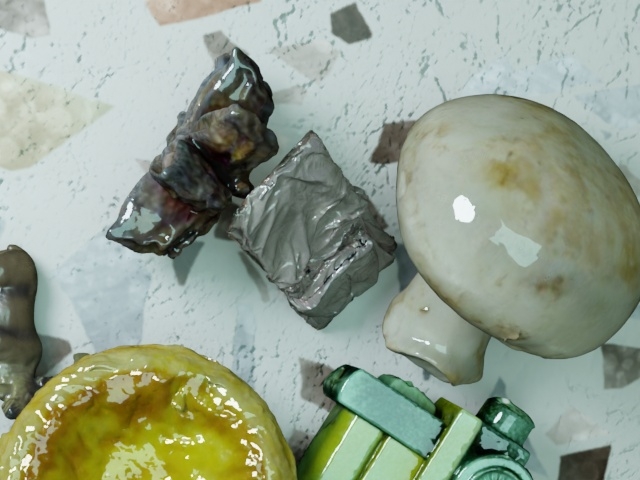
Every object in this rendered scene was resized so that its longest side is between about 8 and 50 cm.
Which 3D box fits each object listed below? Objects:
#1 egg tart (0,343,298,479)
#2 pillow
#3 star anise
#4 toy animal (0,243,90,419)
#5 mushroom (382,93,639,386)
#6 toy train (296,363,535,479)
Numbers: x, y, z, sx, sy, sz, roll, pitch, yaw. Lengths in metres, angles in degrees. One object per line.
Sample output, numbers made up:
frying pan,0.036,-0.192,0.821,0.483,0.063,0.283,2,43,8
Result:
egg tart,-0.177,0.262,1.547,0.319,0.128,0.318,2,76,-8
pillow,0.000,0.000,1.601,0.135,0.049,0.248,-44,141,-5
star anise,-0.115,-0.070,1.549,0.109,0.236,0.223,38,85,-9
toy animal,-0.307,0.109,1.587,0.186,0.094,0.214,10,75,-36
mushroom,0.173,0.005,1.614,0.297,0.297,0.290,40,118,-10
toy train,0.054,0.310,1.645,0.253,0.160,0.397,33,86,-5
